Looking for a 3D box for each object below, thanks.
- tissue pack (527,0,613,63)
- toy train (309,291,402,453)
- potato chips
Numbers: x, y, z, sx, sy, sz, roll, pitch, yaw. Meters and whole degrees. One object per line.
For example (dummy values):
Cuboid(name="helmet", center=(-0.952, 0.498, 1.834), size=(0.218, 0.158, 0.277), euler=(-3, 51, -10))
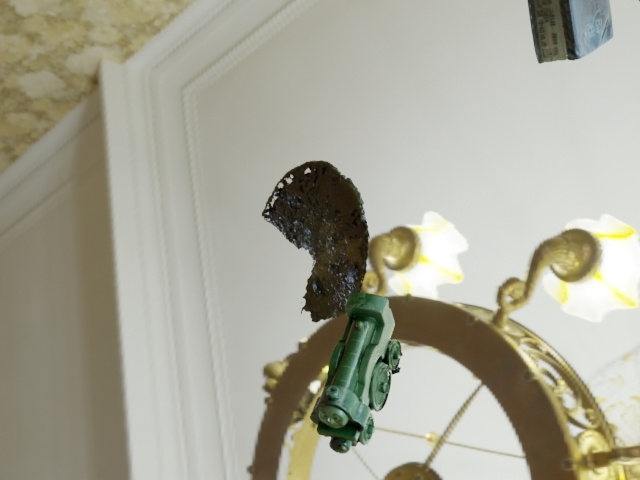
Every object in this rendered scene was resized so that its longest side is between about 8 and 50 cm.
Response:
Cuboid(name="tissue pack", center=(0.390, -0.428, 1.405), size=(0.081, 0.185, 0.257), euler=(1, -67, 39))
Cuboid(name="toy train", center=(0.043, 0.156, 1.026), size=(0.071, 0.105, 0.178), euler=(7, -129, 22))
Cuboid(name="potato chips", center=(-0.003, 0.001, 1.237), size=(0.202, 0.029, 0.220), euler=(-23, -97, 44))
